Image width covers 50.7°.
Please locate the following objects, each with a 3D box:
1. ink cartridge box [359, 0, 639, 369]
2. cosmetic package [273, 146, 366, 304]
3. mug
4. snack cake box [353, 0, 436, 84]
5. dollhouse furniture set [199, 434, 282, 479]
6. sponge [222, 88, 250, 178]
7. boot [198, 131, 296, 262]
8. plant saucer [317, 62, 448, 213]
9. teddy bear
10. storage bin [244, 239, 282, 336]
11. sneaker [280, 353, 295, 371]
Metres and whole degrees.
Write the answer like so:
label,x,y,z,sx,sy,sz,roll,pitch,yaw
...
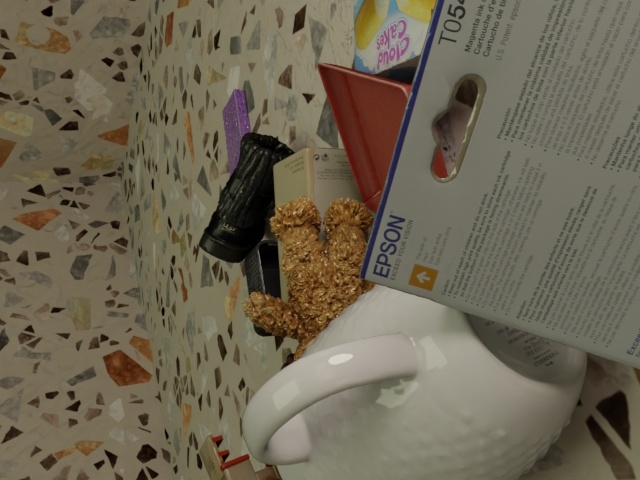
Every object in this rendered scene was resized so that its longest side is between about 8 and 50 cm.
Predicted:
label,x,y,z,sx,sy,sz,roll,pitch,yaw
ink cartridge box,0.229,-0.065,0.548,0.071,0.329,0.324,-58,-16,-60
cosmetic package,0.000,0.000,1.226,0.160,0.113,0.310,-17,75,63
mug,0.089,0.171,0.756,0.328,0.373,0.276,-53,48,43
snack cake box,0.144,-0.314,0.938,0.264,0.089,0.152,179,90,-64
dollhouse furniture set,-0.071,0.390,1.225,0.135,0.259,0.262,60,142,29
sponge,-0.215,-0.271,1.746,0.117,0.031,0.210,-38,58,59
boot,-0.148,-0.110,1.488,0.348,0.131,0.260,-100,33,-76
plant saucer,0.104,-0.130,0.976,0.259,0.047,0.259,38,153,57
teddy bear,0.010,0.082,1.052,0.113,0.245,0.338,128,158,-66
storage bin,-0.077,0.096,1.375,0.084,0.122,0.180,-42,54,57
sneaker,-0.030,0.274,1.313,0.281,0.106,0.163,117,145,-46
